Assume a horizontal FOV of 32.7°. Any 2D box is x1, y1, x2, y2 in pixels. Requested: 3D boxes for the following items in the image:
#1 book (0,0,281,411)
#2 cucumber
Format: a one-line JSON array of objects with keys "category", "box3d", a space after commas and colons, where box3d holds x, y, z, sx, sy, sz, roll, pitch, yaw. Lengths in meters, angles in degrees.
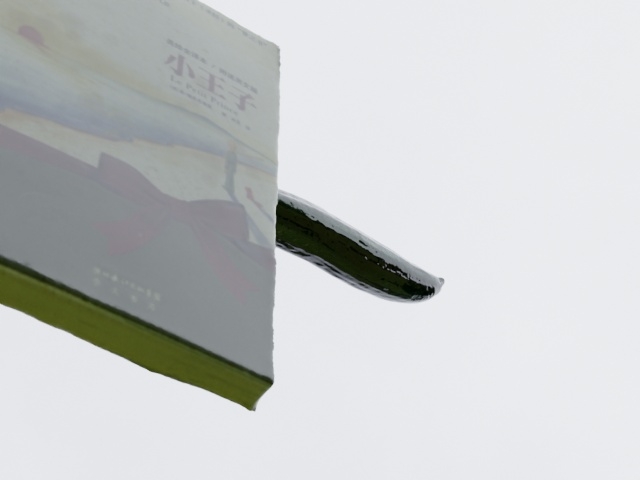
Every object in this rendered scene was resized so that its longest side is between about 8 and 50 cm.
[{"category": "book", "box3d": [-0.107, -0.061, 0.571, 0.201, 0.289, 0.026, 26, -53, -25]}, {"category": "cucumber", "box3d": [0.000, 0.000, 0.951, 0.284, 0.056, 0.056, 24, -67, -28]}]
